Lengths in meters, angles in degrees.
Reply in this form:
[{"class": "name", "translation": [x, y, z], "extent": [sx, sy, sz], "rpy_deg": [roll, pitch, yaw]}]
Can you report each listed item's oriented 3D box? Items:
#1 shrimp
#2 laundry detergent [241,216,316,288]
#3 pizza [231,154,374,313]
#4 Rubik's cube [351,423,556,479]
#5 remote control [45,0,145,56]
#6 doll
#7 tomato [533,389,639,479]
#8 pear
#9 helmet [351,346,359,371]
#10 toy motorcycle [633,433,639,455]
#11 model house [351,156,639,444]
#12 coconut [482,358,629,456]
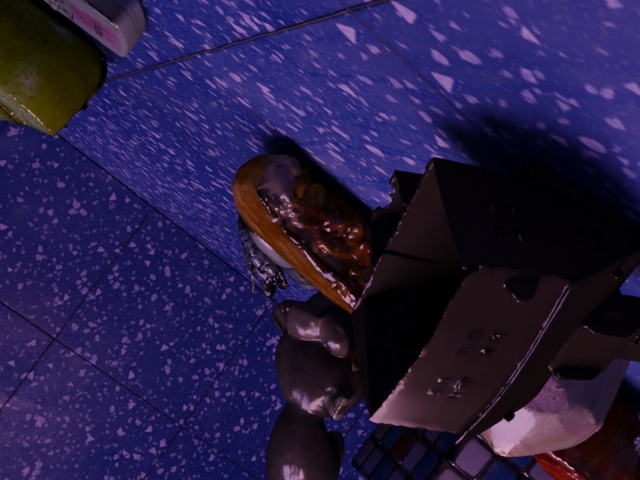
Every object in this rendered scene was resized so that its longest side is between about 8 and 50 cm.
[{"class": "shrimp", "translation": [-0.121, 0.028, 1.981], "extent": [0.174, 0.082, 0.076], "rpy_deg": [65, -161, 4]}, {"class": "laundry detergent", "translation": [-0.071, 0.005, 1.889], "extent": [0.226, 0.070, 0.099], "rpy_deg": [44, -175, -48]}, {"class": "pizza", "translation": [0.000, 0.000, 1.446], "extent": [0.278, 0.114, 0.409], "rpy_deg": [32, 172, 28]}, {"class": "Rubik's cube", "translation": [0.268, 0.363, 1.699], "extent": [0.292, 0.293, 0.287], "rpy_deg": [37, 177, -15]}, {"class": "remote control", "translation": [-0.347, -0.336, 1.200], "extent": [0.344, 0.050, 0.145], "rpy_deg": [37, 171, -3]}, {"class": "doll", "translation": [0.008, 0.241, 1.864], "extent": [0.252, 0.378, 0.382], "rpy_deg": [34, -167, 17]}, {"class": "tomato", "translation": [0.327, 0.237, 1.364], "extent": [0.200, 0.139, 0.233], "rpy_deg": [33, 174, 44]}, {"class": "pear", "translation": [-0.469, -0.292, 1.562], "extent": [0.292, 0.159, 0.292], "rpy_deg": [33, 168, 8]}, {"class": "helmet", "translation": [0.147, 0.141, 1.508], "extent": [0.198, 0.130, 0.224], "rpy_deg": [3, 173, 28]}, {"class": "toy motorcycle", "translation": [0.487, 0.301, 1.269], "extent": [0.198, 0.109, 0.296], "rpy_deg": [19, 162, 30]}, {"class": "model house", "translation": [0.172, 0.041, 0.875], "extent": [0.243, 0.211, 0.204], "rpy_deg": [10, -137, -16]}, {"class": "coconut", "translation": [0.219, 0.135, 1.086], "extent": [0.171, 0.183, 0.171], "rpy_deg": [34, 167, 9]}]
